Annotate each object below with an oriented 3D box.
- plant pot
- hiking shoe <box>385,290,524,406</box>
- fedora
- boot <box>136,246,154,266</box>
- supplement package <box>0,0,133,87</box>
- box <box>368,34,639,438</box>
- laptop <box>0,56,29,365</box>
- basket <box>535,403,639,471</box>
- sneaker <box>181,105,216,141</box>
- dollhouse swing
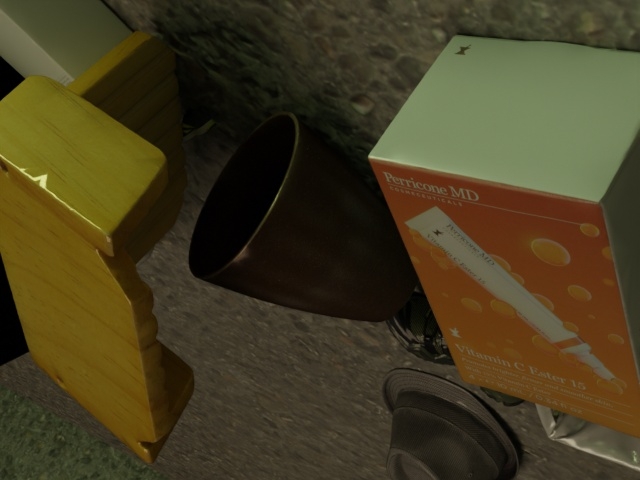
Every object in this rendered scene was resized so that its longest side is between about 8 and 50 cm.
[{"bbox_3d":[0.000,0.000,1.168,0.230,0.215,0.215,31,157,-23],"label":"plant pot"},{"bbox_3d":[0.190,0.115,1.263,0.226,0.086,0.114,30,140,-2],"label":"hiking shoe"},{"bbox_3d":[0.183,0.337,1.569,0.243,0.124,0.275,14,147,35],"label":"fedora"},{"bbox_3d":[-0.311,-0.028,1.601,0.258,0.123,0.095,-39,61,40],"label":"boot"},{"bbox_3d":[-0.310,-0.240,1.211,0.179,0.105,0.105,45,153,-19],"label":"supplement package"},{"bbox_3d":[0.219,0.003,0.921,0.215,0.168,0.345,14,147,36],"label":"box"},{"bbox_3d":[-0.446,-0.042,1.353,0.236,0.408,0.382,-21,94,34],"label":"laptop"},{"bbox_3d":[0.349,0.189,1.152,0.167,0.103,0.113,16,148,35],"label":"basket"},{"bbox_3d":[-0.165,-0.152,1.279,0.083,0.031,0.035,-11,115,51],"label":"sneaker"},{"bbox_3d":[-0.183,-0.014,1.116,0.315,0.305,0.347,32,140,30],"label":"dollhouse swing"}]
